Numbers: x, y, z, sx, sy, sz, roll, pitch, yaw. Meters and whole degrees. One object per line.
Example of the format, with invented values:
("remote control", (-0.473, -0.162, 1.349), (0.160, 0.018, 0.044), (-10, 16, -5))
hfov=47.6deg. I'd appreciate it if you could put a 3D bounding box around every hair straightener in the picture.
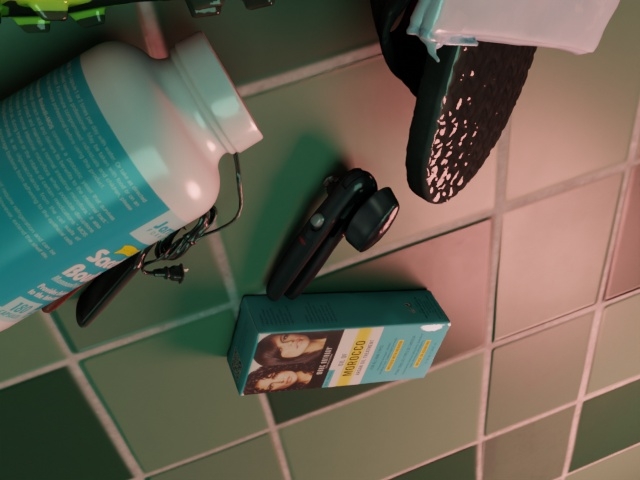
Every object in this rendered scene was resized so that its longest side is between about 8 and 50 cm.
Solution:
("hair straightener", (-0.154, 0.000, 0.680), (0.230, 0.047, 0.089), (-44, 133, 8))

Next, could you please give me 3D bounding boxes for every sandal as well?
("sandal", (0.110, -0.237, 0.544), (0.168, 0.107, 0.445), (-32, 138, -39))

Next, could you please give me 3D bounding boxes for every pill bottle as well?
("pill bottle", (-0.179, -0.051, 0.544), (0.264, 0.146, 0.146), (-30, 135, 2))

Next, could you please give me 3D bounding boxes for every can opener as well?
("can opener", (0.000, 0.000, 0.738), (0.059, 0.073, 0.186), (13, 131, -43))

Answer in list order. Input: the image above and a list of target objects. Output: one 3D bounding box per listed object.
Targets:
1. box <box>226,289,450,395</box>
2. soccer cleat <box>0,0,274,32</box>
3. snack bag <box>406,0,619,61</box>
("box", (0.023, 0.116, 0.845), (0.245, 0.060, 0.100), (0, 128, -25))
("soccer cleat", (-0.157, -0.207, 0.480), (0.289, 0.093, 0.121), (-9, 101, -13))
("snack bag", (0.199, -0.286, 0.486), (0.323, 0.037, 0.342), (-16, 133, -51))
